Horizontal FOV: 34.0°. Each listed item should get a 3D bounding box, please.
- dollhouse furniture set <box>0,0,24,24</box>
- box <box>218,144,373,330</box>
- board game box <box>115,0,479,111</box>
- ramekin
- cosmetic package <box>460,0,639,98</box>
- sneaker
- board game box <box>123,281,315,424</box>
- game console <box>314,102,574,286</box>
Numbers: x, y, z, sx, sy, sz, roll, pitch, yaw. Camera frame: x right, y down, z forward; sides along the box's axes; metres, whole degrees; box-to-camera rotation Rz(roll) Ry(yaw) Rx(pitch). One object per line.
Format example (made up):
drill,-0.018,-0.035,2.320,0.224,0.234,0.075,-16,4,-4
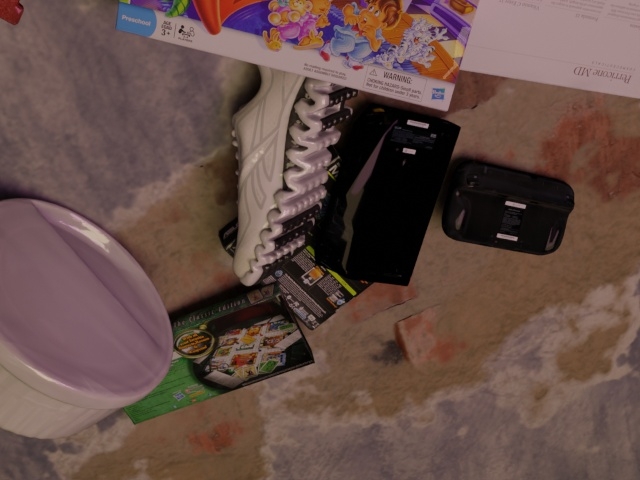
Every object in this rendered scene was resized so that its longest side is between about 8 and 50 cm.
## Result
dollhouse furniture set,-0.389,-0.205,0.956,0.152,0.201,0.374,19,117,-33
box,0.000,0.000,1.323,0.184,0.045,0.191,-40,125,7
board game box,-0.011,-0.285,1.027,0.347,0.078,0.233,14,120,0
ramekin,-0.305,0.094,1.154,0.273,0.273,0.127,30,121,-32
cosmetic package,0.243,-0.323,1.155,0.377,0.097,0.284,5,118,-24
sneaker,-0.052,-0.088,1.201,0.118,0.110,0.292,26,111,17
board game box,-0.151,0.149,1.353,0.259,0.030,0.136,-19,131,5
game console,0.173,-0.037,1.327,0.361,0.044,0.213,9,107,-30
